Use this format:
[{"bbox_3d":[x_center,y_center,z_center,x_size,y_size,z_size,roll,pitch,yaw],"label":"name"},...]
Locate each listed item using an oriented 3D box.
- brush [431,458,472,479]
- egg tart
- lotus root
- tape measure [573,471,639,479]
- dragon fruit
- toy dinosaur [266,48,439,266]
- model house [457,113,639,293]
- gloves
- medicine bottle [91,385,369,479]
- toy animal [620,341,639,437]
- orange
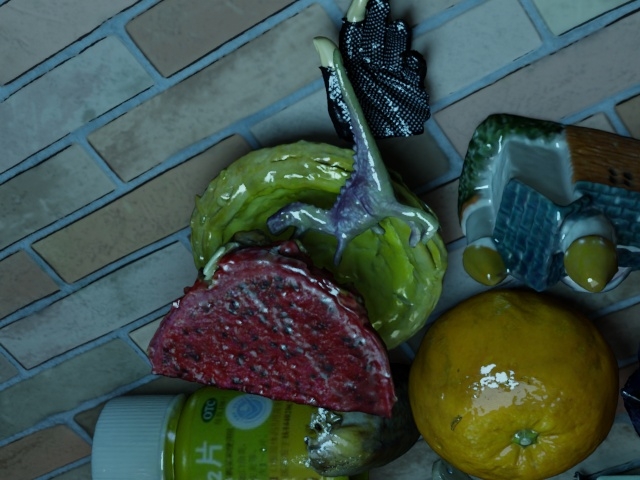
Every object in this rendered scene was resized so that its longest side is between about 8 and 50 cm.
[{"bbox_3d":[0.305,0.450,1.841,0.327,0.070,0.065,42,131,-19],"label":"brush"},{"bbox_3d":[0.000,0.000,1.506,0.345,0.132,0.345,5,128,6],"label":"egg tart"},{"bbox_3d":[0.090,0.250,1.583,0.078,0.329,0.167,13,94,28],"label":"lotus root"},{"bbox_3d":[0.507,0.454,1.733,0.235,0.207,0.115,-3,163,11],"label":"tape measure"},{"bbox_3d":[-0.041,0.074,1.398,0.317,0.152,0.205,11,123,11],"label":"dragon fruit"},{"bbox_3d":[0.049,-0.066,1.338,0.200,0.072,0.251,29,133,1],"label":"toy dinosaur"},{"bbox_3d":[0.297,0.003,1.365,0.271,0.301,0.190,13,121,0],"label":"model house"},{"bbox_3d":[0.064,-0.212,1.371,0.129,0.106,0.180,-3,98,11],"label":"gloves"},{"bbox_3d":[-0.130,0.324,1.721,0.384,0.224,0.224,-2,127,12],"label":"medicine bottle"},{"bbox_3d":[0.505,0.219,1.580,0.298,0.122,0.185,15,137,-42],"label":"toy animal"},{"bbox_3d":[0.261,0.194,1.550,0.284,0.226,0.284,-1,132,-1],"label":"orange"}]
